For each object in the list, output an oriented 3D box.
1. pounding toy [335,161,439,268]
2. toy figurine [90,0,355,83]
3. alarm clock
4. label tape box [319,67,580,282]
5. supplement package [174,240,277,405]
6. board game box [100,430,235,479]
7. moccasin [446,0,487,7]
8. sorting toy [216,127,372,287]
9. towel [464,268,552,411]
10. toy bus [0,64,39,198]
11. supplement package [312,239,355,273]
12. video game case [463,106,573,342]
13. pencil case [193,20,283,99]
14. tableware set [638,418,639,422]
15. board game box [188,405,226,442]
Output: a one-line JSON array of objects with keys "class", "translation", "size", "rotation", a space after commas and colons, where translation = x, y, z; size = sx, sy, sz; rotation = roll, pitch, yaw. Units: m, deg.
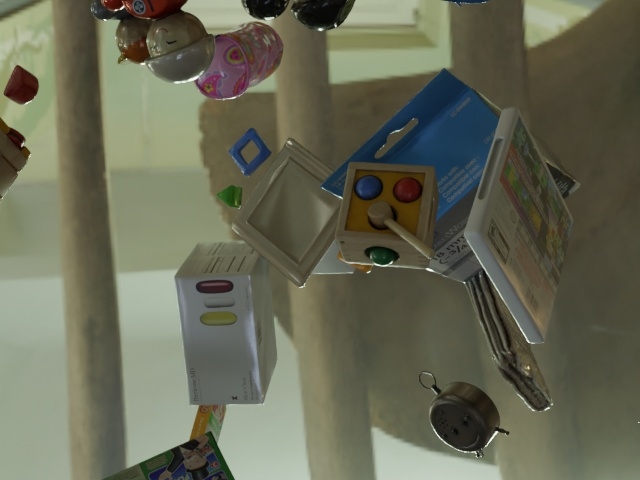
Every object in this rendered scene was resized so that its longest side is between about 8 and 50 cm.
[{"class": "pounding toy", "translation": [0.090, -0.025, 1.255], "size": [0.130, 0.100, 0.141], "rotation": [4, -117, 14]}, {"class": "toy figurine", "translation": [-0.095, -0.231, 0.884], "size": [0.213, 0.148, 0.209], "rotation": [-27, -161, -18]}, {"class": "alarm clock", "translation": [0.252, 0.319, 1.896], "size": [0.192, 0.129, 0.064], "rotation": [47, -134, 10]}, {"class": "label tape box", "translation": [0.193, -0.075, 1.443], "size": [0.333, 0.240, 0.106], "rotation": [20, -147, -53]}, {"class": "supplement package", "translation": [-0.175, 0.154, 1.941], "size": [0.145, 0.262, 0.204], "rotation": [-3, -163, 7]}, {"class": "board game box", "translation": [-0.273, 0.459, 1.602], "size": [0.317, 0.046, 0.214], "rotation": [-21, -124, -19]}, {"class": "moccasin", "translation": [0.161, -0.515, 1.797], "size": [0.341, 0.138, 0.117], "rotation": [15, -157, -10]}, {"class": "sorting toy", "translation": [-0.035, -0.046, 1.701], "size": [0.347, 0.196, 0.047], "rotation": [39, -166, 27]}, {"class": "towel", "translation": [0.315, 0.164, 1.683], "size": [0.049, 0.282, 0.187], "rotation": [-23, -120, 14]}, {"class": "toy bus", "translation": [-0.405, -0.115, 1.080], "size": [0.104, 0.202, 0.191], "rotation": [19, -158, 25]}, {"class": "supplement package", "translation": [0.000, 0.000, 2.123], "size": [0.179, 0.105, 0.105], "rotation": [-3, -145, 39]}, {"class": "video game case", "translation": [0.227, -0.015, 1.137], "size": [0.023, 0.201, 0.184], "rotation": [-4, -131, 35]}, {"class": "pencil case", "translation": [-0.153, -0.336, 1.870], "size": [0.124, 0.124, 0.284], "rotation": [6, -161, 10]}, {"class": "tableware set", "translation": [0.523, 0.201, 1.532], "size": [0.020, 0.169, 0.141], "rotation": [25, -164, 29]}, {"class": "board game box", "translation": [-0.235, 0.406, 2.028], "size": [0.039, 0.124, 0.260], "rotation": [7, -134, 9]}]
